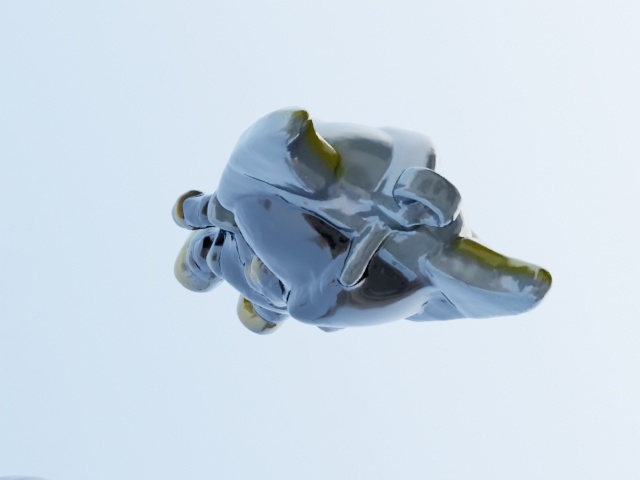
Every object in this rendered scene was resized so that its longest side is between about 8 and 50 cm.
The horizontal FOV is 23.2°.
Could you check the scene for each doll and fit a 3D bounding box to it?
[{"bbox_3d":[0.004,0.002,0.829,0.103,0.316,0.145,-35,-86,-24],"label":"doll"}]

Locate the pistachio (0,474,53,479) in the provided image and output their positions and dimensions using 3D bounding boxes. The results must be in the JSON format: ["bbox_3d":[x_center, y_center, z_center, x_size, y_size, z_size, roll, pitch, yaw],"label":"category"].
[{"bbox_3d":[-0.055,0.184,0.325,0.163,0.213,0.260,-9,-104,-25],"label":"pistachio"}]
